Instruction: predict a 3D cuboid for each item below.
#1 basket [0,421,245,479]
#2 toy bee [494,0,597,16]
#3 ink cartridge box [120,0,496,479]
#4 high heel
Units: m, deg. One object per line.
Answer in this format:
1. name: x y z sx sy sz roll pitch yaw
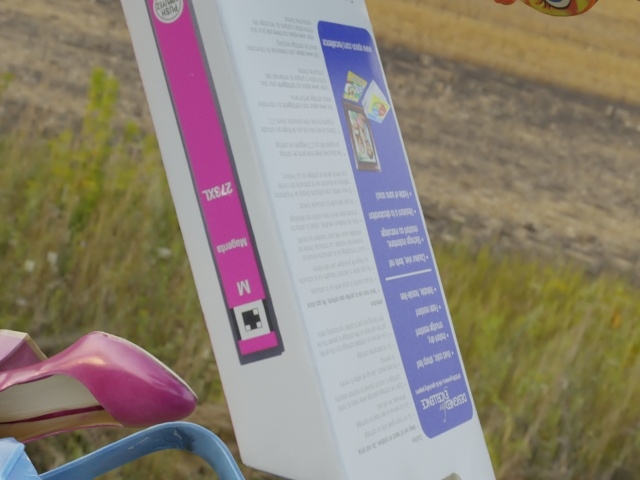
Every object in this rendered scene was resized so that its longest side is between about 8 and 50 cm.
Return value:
1. basket: -0.126 0.229 0.727 0.289 0.201 0.255 -13 46 -34
2. toy bee: 0.144 -0.204 0.903 0.195 0.298 0.162 -23 11 -29
3. ink cartridge box: 0.000 0.000 0.748 0.069 0.370 0.176 -19 -5 27
4. high heel: -0.193 0.123 0.975 0.244 0.082 0.117 8 51 39
